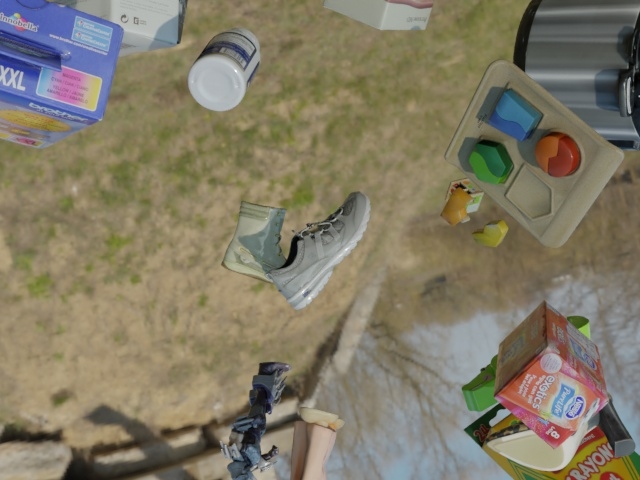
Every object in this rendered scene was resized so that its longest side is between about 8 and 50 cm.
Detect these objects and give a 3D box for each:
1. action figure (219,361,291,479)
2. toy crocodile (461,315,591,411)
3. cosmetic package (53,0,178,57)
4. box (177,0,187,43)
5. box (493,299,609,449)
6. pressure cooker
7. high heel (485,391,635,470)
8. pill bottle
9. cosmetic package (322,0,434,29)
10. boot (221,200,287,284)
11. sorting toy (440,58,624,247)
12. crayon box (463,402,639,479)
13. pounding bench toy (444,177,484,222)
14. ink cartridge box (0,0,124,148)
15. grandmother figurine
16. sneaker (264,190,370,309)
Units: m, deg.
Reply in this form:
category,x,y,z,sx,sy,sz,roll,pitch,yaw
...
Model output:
category,x,y,z,sx,sy,sz,roll,pitch,yaw
action figure,-0.139,0.401,1.973,0.099,0.285,0.185,7,139,11
toy crocodile,0.457,0.266,2.016,0.340,0.115,0.105,-31,-153,-10
cosmetic package,-0.382,-0.555,1.716,0.217,0.385,0.156,3,179,44
box,-0.415,-0.609,2.347,0.093,0.158,0.156,-3,150,11
box,0.371,0.211,1.486,0.122,0.128,0.257,-49,179,18
pressure cooker,0.682,-0.391,2.028,0.420,0.369,0.375,8,166,38
high heel,0.407,0.319,1.638,0.261,0.093,0.186,0,-154,-5
pill bottle,-0.150,-0.286,1.494,0.094,0.094,0.169,-15,-152,20
cosmetic package,0.129,-0.501,1.478,0.129,0.296,0.153,30,-151,28
boot,-0.093,0.011,1.994,0.213,0.165,0.077,17,180,-3
sorting toy,0.285,-0.089,1.362,0.041,0.229,0.307,-33,157,-37
crayon box,0.459,0.409,1.764,0.202,0.318,0.081,-27,145,-34
pounding bench toy,0.312,-0.088,2.032,0.052,0.065,0.083,-14,135,-31
ink cartridge box,-0.459,-0.255,1.310,0.270,0.151,0.395,15,169,-28
grandmother figurine,-0.030,0.489,1.678,0.104,0.342,0.208,5,161,24
sneaker,0.000,0.000,1.845,0.281,0.115,0.105,-55,-168,-20
